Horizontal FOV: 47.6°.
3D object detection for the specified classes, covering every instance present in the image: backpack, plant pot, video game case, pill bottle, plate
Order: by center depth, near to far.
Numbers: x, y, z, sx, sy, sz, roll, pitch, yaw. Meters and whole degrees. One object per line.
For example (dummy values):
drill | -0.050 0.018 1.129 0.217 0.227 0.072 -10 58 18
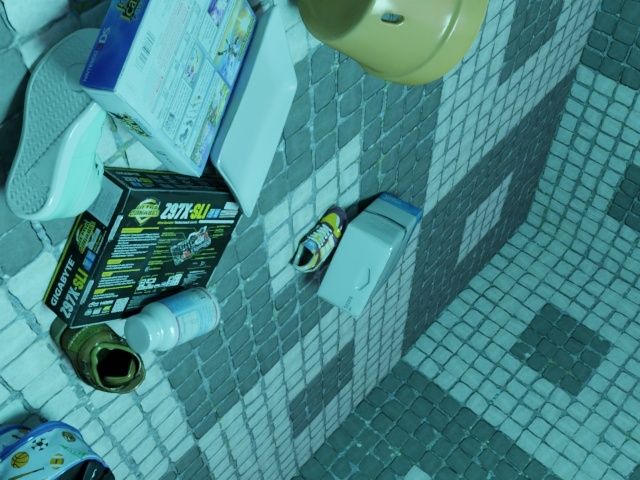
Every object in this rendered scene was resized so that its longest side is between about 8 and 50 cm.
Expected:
video game case | -0.189 -0.257 0.969 0.244 0.061 0.269 51 54 -65
plant pot | 0.099 -0.409 1.187 0.203 0.291 0.291 -4 127 -41
plate | -0.112 -0.205 1.199 0.277 0.045 0.278 71 37 -74
backpack | -0.500 0.440 1.244 0.263 0.213 0.276 -36 157 -20
pill bottle | -0.258 0.141 1.263 0.160 0.087 0.087 -19 138 -52

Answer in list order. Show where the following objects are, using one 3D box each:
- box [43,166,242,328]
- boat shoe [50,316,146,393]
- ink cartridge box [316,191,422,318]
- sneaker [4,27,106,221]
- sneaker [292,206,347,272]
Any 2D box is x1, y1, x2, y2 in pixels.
box | -0.282 0.008 1.242 0.322 0.079 0.257 -5 125 -60
boat shoe | -0.381 0.228 1.311 0.111 0.104 0.307 -48 156 -14
ink cartridge box | 0.133 0.030 1.897 0.307 0.129 0.223 -41 158 -61
sneaker | -0.325 -0.148 0.964 0.151 0.094 0.256 17 95 -87
sneaker | 0.000 0.000 1.764 0.185 0.069 0.084 -60 161 10
